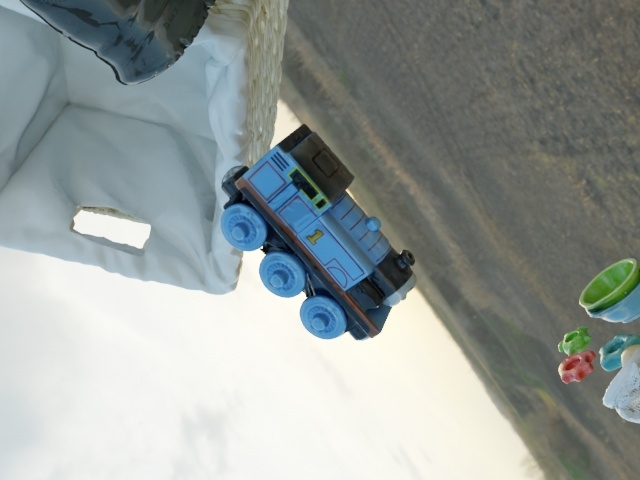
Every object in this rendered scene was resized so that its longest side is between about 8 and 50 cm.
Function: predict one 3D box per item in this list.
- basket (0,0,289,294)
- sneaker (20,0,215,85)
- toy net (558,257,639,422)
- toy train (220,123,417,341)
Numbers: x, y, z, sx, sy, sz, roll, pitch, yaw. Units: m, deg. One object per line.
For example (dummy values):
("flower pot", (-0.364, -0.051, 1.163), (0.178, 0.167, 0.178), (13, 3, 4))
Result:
("basket", (-0.209, -0.161, 0.702), (0.331, 0.328, 0.266), (100, -176, -45))
("sneaker", (-0.096, -0.248, 0.411), (0.130, 0.286, 0.109), (28, 172, -35))
("toy net", (0.256, 0.095, 0.583), (0.045, 0.122, 0.232), (48, -158, -2))
("toy train", (0.000, 0.000, 0.539), (0.184, 0.105, 0.080), (49, -147, -6))
